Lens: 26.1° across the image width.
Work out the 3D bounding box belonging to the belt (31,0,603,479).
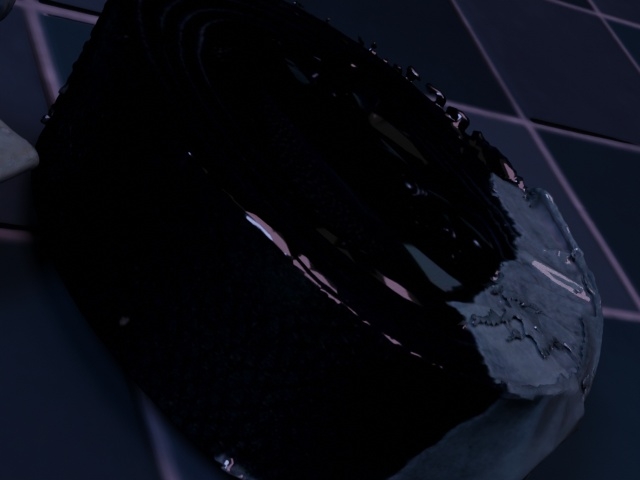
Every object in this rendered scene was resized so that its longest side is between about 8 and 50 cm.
[{"bbox_3d":[0.000,0.000,0.426,0.151,0.078,0.198,-4,47,-49],"label":"belt"}]

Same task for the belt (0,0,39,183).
[{"bbox_3d":[-0.201,-0.111,0.382,0.302,0.087,0.072,41,31,9],"label":"belt"}]
